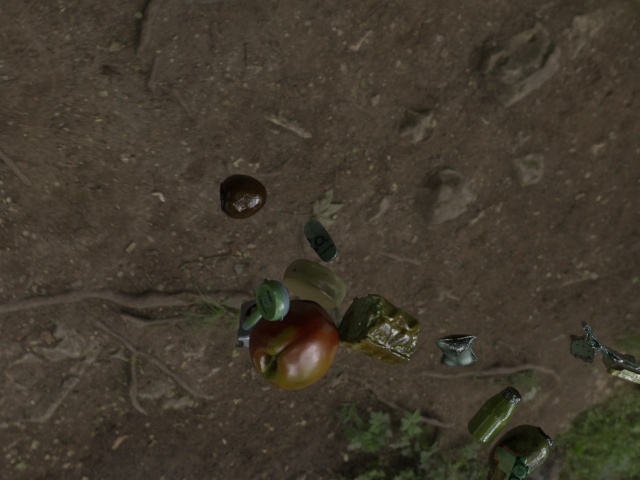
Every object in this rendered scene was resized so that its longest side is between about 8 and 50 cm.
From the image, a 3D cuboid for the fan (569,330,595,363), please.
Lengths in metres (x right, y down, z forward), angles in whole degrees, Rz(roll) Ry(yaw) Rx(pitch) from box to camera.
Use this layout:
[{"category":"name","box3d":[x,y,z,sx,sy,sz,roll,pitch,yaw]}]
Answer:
[{"category":"fan","box3d":[0.597,0.239,0.989,0.004,0.056,0.083,-19,117,-29]}]

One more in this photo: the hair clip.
[{"category":"hair clip","box3d":[0.785,0.315,1.168,0.071,0.218,0.159,-61,171,22]}]

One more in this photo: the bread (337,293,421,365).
[{"category":"bread","box3d":[0.215,0.324,1.565,0.252,0.196,0.239,23,94,-28]}]

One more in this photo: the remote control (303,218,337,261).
[{"category":"remote control","box3d":[-0.001,0.000,1.875,0.097,0.256,0.045,-40,137,11]}]

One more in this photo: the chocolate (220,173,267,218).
[{"category":"chocolate","box3d":[-0.271,-0.156,1.549,0.176,0.176,0.177,-15,113,-40]}]

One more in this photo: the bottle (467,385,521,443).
[{"category":"bottle","box3d":[0.712,0.704,1.773,0.112,0.112,0.260,6,121,-44]}]

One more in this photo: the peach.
[{"category":"peach","box3d":[-0.076,0.345,1.479,0.332,0.307,0.308,-12,111,-50]}]

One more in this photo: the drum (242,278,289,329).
[{"category":"drum","box3d":[-0.163,0.222,1.293,0.049,0.130,0.253,-9,139,-40]}]

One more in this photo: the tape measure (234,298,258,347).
[{"category":"tape measure","box3d":[-0.224,0.315,1.666,0.105,0.178,0.196,81,11,-47]}]

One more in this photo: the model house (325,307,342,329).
[{"category":"model house","box3d":[-0.008,0.381,2.024,0.219,0.229,0.200,-25,106,-8]}]

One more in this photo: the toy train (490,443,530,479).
[{"category":"toy train","box3d":[0.618,0.785,1.449,0.074,0.118,0.176,18,93,-52]}]

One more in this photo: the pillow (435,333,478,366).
[{"category":"pillow","box3d":[0.330,0.267,1.051,0.055,0.091,0.136,-61,148,-27]}]

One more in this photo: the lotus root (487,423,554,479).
[{"category":"lotus root","box3d":[0.792,0.875,1.765,0.309,0.173,0.173,-44,133,5]}]

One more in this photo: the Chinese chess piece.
[{"category":"Chinese chess piece","box3d":[-0.025,0.183,1.809,0.273,0.273,0.102,49,59,-41]}]
